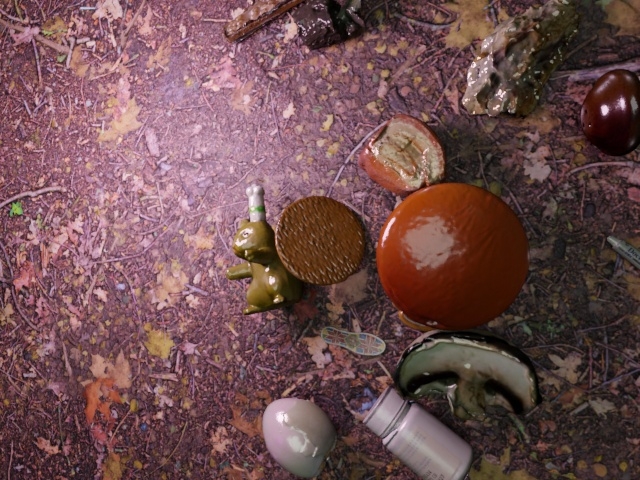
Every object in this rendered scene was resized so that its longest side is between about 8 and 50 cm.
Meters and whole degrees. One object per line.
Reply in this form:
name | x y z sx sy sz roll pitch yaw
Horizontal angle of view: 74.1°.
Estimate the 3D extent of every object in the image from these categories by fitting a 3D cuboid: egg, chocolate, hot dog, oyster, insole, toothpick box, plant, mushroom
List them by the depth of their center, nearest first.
toothpick box | 0.753 -0.298 0.946 0.294 0.192 0.192 -7 86 11
oyster | 0.505 -0.471 1.066 0.201 0.107 0.355 32 97 12
mushroom | 0.364 0.335 1.078 0.344 0.130 0.248 -7 102 18
hot dog | 0.261 0.195 1.145 0.140 0.060 0.090 8 87 10
egg | -0.067 0.531 1.168 0.217 0.183 0.183 27 96 20
plant | 0.032 -0.629 1.202 0.203 0.131 0.143 -20 79 14
insole | 0.092 0.288 1.218 0.193 0.006 0.065 11 91 17
chocolate | -0.159 -0.709 1.302 0.329 0.065 0.103 -25 62 14

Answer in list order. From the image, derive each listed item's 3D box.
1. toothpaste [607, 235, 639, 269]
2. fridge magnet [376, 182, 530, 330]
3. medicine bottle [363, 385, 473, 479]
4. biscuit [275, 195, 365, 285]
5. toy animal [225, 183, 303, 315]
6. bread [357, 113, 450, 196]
toothpaste | 0.769 0.055 1.005 0.197 0.029 0.048 41 100 11
fridge magnet | 0.319 0.041 1.042 0.363 0.155 0.364 1 95 7
medicine bottle | 0.247 0.505 1.092 0.258 0.143 0.143 37 99 14
biscuit | 0.000 0.000 1.182 0.261 0.037 0.262 4 72 -14
toy animal | -0.185 0.037 1.215 0.181 0.180 0.363 -34 82 46
bread | 0.234 -0.216 1.131 0.244 0.123 0.190 38 98 13
